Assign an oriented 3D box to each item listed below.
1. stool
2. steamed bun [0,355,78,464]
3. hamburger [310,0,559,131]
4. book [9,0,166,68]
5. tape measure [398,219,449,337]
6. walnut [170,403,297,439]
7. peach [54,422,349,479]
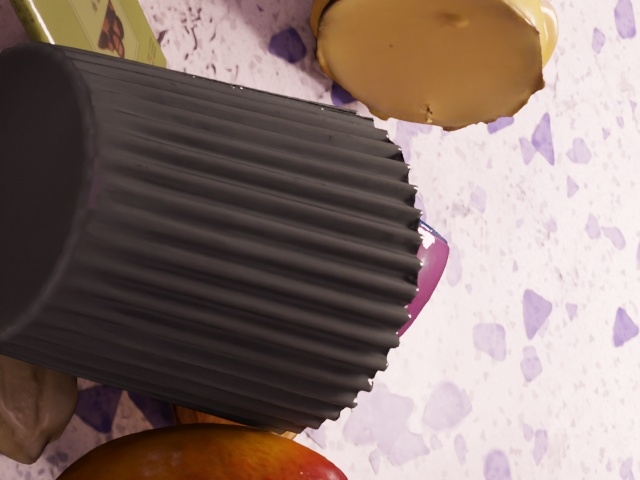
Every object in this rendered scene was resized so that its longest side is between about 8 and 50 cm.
[{"bbox_3d":[-0.131,-0.004,1.598,0.330,0.297,0.297,15,69,-41],"label":"stool"},{"bbox_3d":[-0.304,0.113,1.660,0.177,0.106,0.192,-20,84,-42],"label":"steamed bun"},{"bbox_3d":[0.128,-0.280,2.095,0.276,0.276,0.237,35,46,-33],"label":"hamburger"},{"bbox_3d":[-0.227,-0.226,1.739,0.239,0.035,0.352,-88,160,-50],"label":"book"},{"bbox_3d":[0.000,0.000,1.908,0.231,0.245,0.149,34,88,-31],"label":"tape measure"},{"bbox_3d":[-0.073,0.139,1.849,0.144,0.144,0.180,48,52,-25],"label":"walnut"},{"bbox_3d":[-0.118,0.295,1.643,0.289,0.308,0.289,14,70,-44],"label":"peach"}]
